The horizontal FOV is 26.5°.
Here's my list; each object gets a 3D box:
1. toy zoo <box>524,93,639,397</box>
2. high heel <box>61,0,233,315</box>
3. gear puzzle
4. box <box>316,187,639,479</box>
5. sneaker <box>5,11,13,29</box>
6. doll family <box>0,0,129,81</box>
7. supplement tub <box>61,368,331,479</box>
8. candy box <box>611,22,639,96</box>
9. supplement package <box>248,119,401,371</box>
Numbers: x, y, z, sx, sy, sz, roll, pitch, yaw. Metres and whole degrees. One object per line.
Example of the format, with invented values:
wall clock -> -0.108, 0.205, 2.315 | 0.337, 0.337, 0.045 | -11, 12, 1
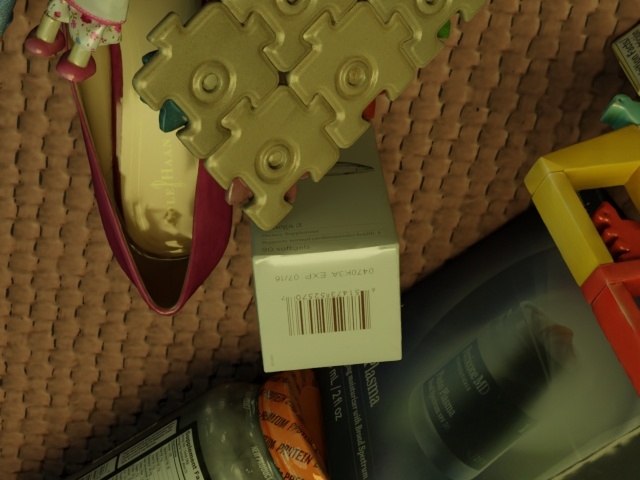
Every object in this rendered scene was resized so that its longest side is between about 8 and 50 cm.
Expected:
toy zoo -> 0.260, 0.022, 0.914 | 0.192, 0.293, 0.030 | -8, 148, -28
high heel -> -0.120, -0.139, 0.917 | 0.127, 0.181, 0.377 | -11, 124, 3
gear puzzle -> 0.023, -0.180, 0.923 | 0.339, 0.044, 0.175 | -47, 128, -7
box -> 0.168, 0.147, 1.068 | 0.294, 0.296, 0.183 | -34, 120, 15
sneaker -> -0.332, -0.179, 0.937 | 0.232, 0.081, 0.090 | 26, 120, -13
doll family -> -0.213, -0.216, 0.833 | 0.263, 0.118, 0.163 | 38, 122, 12
supplement tub -> -0.111, 0.249, 1.168 | 0.316, 0.193, 0.193 | -32, 121, 15
candy box -> 0.402, -0.164, 1.008 | 0.316, 0.087, 0.183 | -37, 119, 18
supplement package -> 0.000, 0.000, 1.022 | 0.105, 0.179, 0.105 | -6, 124, -2
